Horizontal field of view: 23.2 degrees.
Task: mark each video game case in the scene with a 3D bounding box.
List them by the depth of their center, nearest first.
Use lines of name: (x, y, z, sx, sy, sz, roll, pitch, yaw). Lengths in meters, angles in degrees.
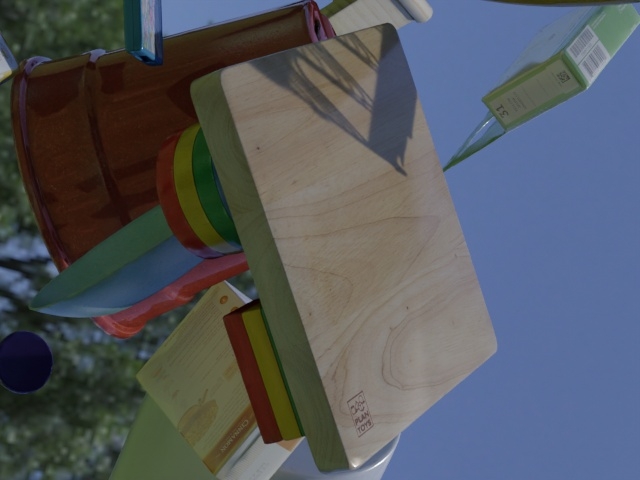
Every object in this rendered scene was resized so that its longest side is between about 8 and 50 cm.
video game case: (-0.138, -0.200, 1.206, 0.166, 0.015, 0.119, -106, -166, -87)

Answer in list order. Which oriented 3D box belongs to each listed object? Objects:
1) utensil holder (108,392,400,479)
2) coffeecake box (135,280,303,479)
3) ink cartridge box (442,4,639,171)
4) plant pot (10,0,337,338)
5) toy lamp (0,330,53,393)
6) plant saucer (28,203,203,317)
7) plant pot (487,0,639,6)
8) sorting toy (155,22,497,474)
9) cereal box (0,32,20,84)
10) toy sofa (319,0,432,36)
utensil holder: (-0.103, 0.318, 1.976, 0.327, 0.328, 0.385, -106, -146, -49)
coffeecake box: (-0.087, 0.149, 1.603, 0.142, 0.068, 0.185, -49, -136, 2)
ink cartridge box: (0.225, -0.174, 1.709, 0.235, 0.056, 0.171, -28, -165, 44)
plant pot: (-0.096, -0.080, 1.398, 0.265, 0.272, 0.272, -19, -133, 11)
toy lamp: (-0.408, 0.152, 1.825, 0.275, 0.080, 0.080, -15, -118, 54)
plant saucer: (-0.122, 0.009, 1.143, 0.195, 0.037, 0.195, -32, -169, 7)
plant pot: (0.170, -0.309, 1.245, 0.187, 0.212, 0.212, -9, -149, 41)
sorting toy: (0.000, 0.000, 1.056, 0.089, 0.257, 0.255, -15, -84, 30)
cereal box: (-0.260, -0.051, 0.782, 0.173, 0.047, 0.240, -28, -171, 9)
toy sofa: (0.025, -0.435, 1.946, 0.177, 0.150, 0.362, -28, -107, 12)
